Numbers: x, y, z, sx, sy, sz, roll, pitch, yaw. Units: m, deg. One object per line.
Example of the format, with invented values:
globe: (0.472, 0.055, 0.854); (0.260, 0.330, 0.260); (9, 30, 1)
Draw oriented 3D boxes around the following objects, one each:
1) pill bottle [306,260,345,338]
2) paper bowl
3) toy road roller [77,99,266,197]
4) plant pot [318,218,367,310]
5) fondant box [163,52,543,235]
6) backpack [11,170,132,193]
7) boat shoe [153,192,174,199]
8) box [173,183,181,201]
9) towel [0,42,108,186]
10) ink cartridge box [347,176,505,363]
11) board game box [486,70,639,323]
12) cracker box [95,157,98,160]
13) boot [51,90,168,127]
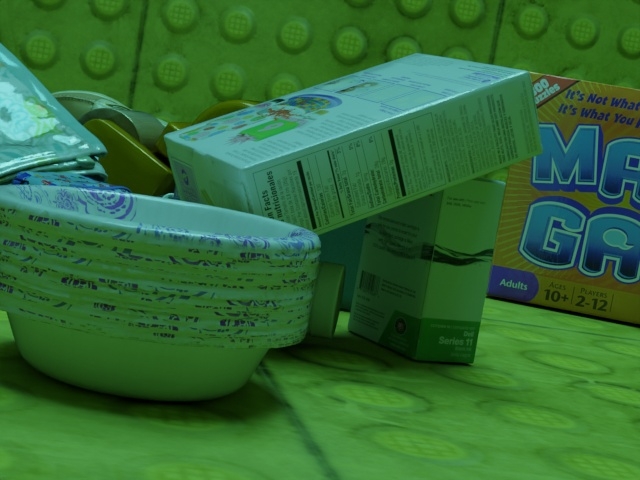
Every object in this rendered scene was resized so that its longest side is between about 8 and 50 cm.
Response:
pill bottle: (-0.075, 0.047, 1.426); (0.193, 0.108, 0.108); (11, 6, 5)
paper bowl: (-0.149, 0.044, 1.146); (0.284, 0.148, 0.284); (10, 7, -1)
toy road roller: (-0.181, -0.131, 2.010); (0.329, 0.241, 0.202); (35, 10, 9)
plant pot: (0.066, 0.014, 1.787); (0.234, 0.166, 0.165); (17, 6, -2)
fondant box: (0.030, -0.102, 1.433); (0.330, 0.096, 0.238); (-19, 19, -20)
backpack: (-0.274, -0.009, 1.605); (0.173, 0.117, 0.158); (18, 11, 38)
boat shoe: (-0.174, -0.036, 1.783); (0.319, 0.116, 0.099); (5, -30, 51)
box: (-0.128, -0.020, 1.627); (0.105, 0.179, 0.043); (12, 6, 11)
towel: (-0.493, -0.145, 1.734); (0.320, 0.090, 0.374); (-18, 47, -41)
ink cartridge box: (0.117, 0.019, 1.524); (0.086, 0.209, 0.153); (6, 7, -29)
board game box: (0.487, -0.066, 2.224); (0.356, 0.357, 0.356); (11, 6, 10)
cracker box: (-0.419, -0.062, 1.803); (0.232, 0.067, 0.156); (9, 36, -9)
boot: (-0.365, -0.184, 2.350); (0.261, 0.095, 0.203); (19, 11, -11)
